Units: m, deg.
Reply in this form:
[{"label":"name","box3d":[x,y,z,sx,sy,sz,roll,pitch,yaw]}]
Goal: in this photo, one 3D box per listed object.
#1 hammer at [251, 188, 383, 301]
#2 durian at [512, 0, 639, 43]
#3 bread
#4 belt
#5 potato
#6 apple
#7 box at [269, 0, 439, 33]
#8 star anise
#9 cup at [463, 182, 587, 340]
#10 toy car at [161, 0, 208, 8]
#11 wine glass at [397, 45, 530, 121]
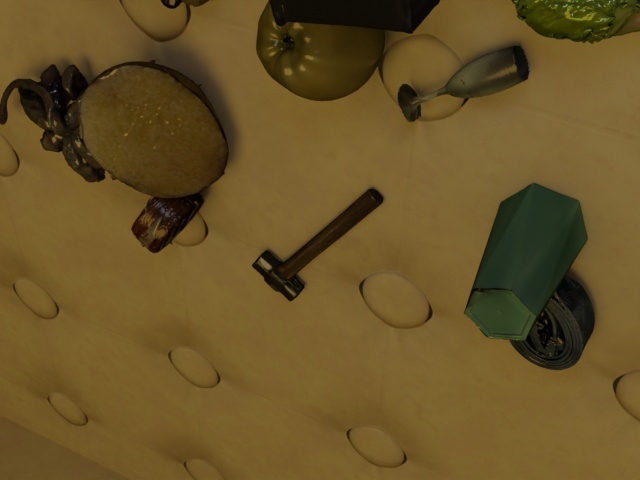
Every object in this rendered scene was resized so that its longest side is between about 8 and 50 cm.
[{"label":"hammer","box3d":[0.000,0.000,1.638,0.111,0.043,0.365,44,136,-6]},{"label":"durian","box3d":[0.316,-0.307,1.089,0.374,0.132,0.107,14,110,17]},{"label":"bread","box3d":[-0.300,-0.049,1.702,0.073,0.160,0.160,39,139,-2]},{"label":"belt","box3d":[0.382,0.126,1.458,0.141,0.082,0.190,0,128,37]},{"label":"potato","box3d":[-0.303,-0.211,1.561,0.239,0.116,0.299,-31,128,14]},{"label":"apple","box3d":[-0.001,-0.297,1.260,0.200,0.200,0.200,18,136,19]},{"label":"box","box3d":[0.050,-0.451,0.992,0.204,0.251,0.345,15,142,30]},{"label":"star anise","box3d":[-0.486,-0.219,1.685,0.316,0.139,0.359,49,137,-4]},{"label":"cup","box3d":[0.308,0.034,1.311,0.134,0.236,0.148,-4,123,35]},{"label":"toy car","box3d":[-0.272,-0.461,1.348,0.256,0.101,0.124,25,133,11]},{"label":"wine glass","box3d":[0.210,-0.231,1.267,0.198,0.066,0.066,-15,118,39]}]
